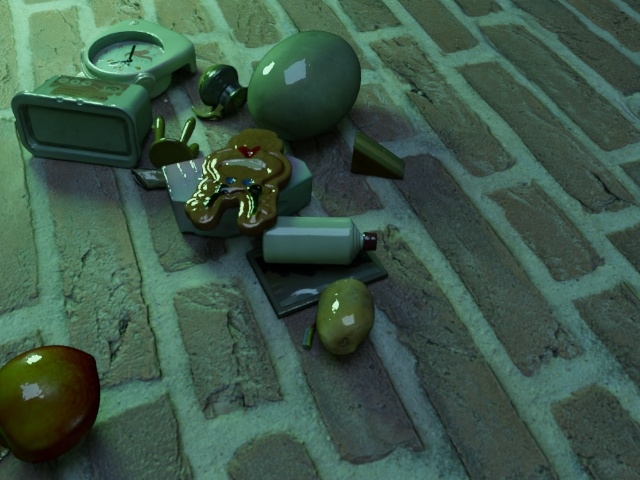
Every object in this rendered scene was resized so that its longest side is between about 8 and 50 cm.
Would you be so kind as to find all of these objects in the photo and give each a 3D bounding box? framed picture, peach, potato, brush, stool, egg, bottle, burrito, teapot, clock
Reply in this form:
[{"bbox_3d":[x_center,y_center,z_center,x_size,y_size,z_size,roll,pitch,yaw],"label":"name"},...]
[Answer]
[{"bbox_3d":[-0.011,0.053,1.369,0.265,0.018,0.192,-20,52,-19],"label":"framed picture"},{"bbox_3d":[-0.463,0.270,1.051,0.197,0.197,0.197,1,49,-2],"label":"peach"},{"bbox_3d":[0.050,0.147,1.231,0.109,0.118,0.178,33,33,-20],"label":"potato"},{"bbox_3d":[-0.019,0.181,1.255,0.021,0.019,0.083,6,50,15],"label":"brush"},{"bbox_3d":[-0.365,-0.239,1.543,0.134,0.135,0.110,38,36,-30],"label":"stool"},{"bbox_3d":[-0.038,-0.403,1.607,0.258,0.258,0.352,34,54,24],"label":"egg"},{"bbox_3d":[0.000,0.000,1.337,0.245,0.104,0.104,1,49,-1],"label":"bottle"},{"bbox_3d":[-0.390,-0.154,1.511,0.149,0.041,0.055,-1,56,-6],"label":"burrito"},{"bbox_3d":[-0.276,-0.398,1.691,0.119,0.130,0.165,42,91,11],"label":"teapot"},{"bbox_3d":[-0.540,-0.499,1.760,0.265,0.108,0.324,28,54,18],"label":"clock"}]

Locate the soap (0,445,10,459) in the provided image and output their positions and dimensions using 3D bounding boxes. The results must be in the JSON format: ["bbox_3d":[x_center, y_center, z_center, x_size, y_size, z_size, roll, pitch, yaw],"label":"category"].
[{"bbox_3d":[-0.589,0.312,1.102,0.089,0.033,0.168,-29,57,-22],"label":"soap"}]

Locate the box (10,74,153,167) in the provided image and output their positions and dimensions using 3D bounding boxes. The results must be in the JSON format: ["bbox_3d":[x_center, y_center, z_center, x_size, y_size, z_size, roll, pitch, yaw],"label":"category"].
[{"bbox_3d":[-0.585,-0.317,1.572,0.312,0.175,0.182,8,40,4],"label":"box"}]

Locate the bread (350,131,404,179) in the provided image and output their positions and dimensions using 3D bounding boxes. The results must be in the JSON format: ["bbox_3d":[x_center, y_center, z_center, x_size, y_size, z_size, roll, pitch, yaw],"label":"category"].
[{"bbox_3d":[0.150,-0.215,1.565,0.139,0.084,0.074,10,48,5],"label":"bread"}]

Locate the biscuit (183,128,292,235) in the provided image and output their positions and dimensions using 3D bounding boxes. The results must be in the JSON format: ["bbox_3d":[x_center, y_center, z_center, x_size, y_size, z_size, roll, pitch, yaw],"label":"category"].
[{"bbox_3d":[-0.169,-0.142,1.364,0.202,0.047,0.334,9,46,6],"label":"biscuit"}]

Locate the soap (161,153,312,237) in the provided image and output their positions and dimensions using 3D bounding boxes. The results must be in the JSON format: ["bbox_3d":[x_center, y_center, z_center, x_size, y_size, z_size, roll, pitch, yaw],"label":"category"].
[{"bbox_3d":[-0.188,-0.117,1.448,0.324,0.109,0.193,-14,51,-16],"label":"soap"}]
